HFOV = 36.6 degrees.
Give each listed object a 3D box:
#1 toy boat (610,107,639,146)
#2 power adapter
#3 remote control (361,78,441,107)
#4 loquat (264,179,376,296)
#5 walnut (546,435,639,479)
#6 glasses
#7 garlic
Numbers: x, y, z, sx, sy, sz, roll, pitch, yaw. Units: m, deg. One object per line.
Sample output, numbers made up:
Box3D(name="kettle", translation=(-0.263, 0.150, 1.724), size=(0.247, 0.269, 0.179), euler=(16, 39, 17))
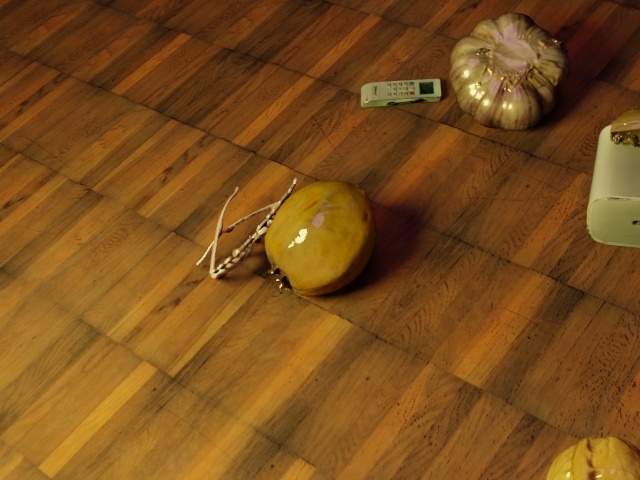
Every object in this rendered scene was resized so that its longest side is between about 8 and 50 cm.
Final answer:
Box3D(name="toy boat", translation=(0.586, -0.173, 1.598), size=(0.206, 0.064, 0.072), euler=(7, 64, 19))
Box3D(name="power adapter", translation=(0.569, -0.115, 1.674), size=(0.187, 0.124, 0.255), euler=(6, 49, 18))
Box3D(name="remote control", translation=(0.168, -0.307, 2.024), size=(0.166, 0.029, 0.065), euler=(-3, 46, 6))
Box3D(name="loquat", translation=(0.000, 0.000, 1.682), size=(0.234, 0.176, 0.187), euler=(-52, 13, -10))
Box3D(name="walnut", translation=(0.372, 0.353, 1.266), size=(0.159, 0.159, 0.206), euler=(-5, 52, 11))
Box3D(name="glasses", translation=(-0.137, -0.031, 1.743), size=(0.255, 0.095, 0.162), euler=(-52, 12, -26))
Box3D(name="garlic", translation=(0.366, -0.319, 1.901), size=(0.245, 0.160, 0.245), euler=(0, 66, 1))
